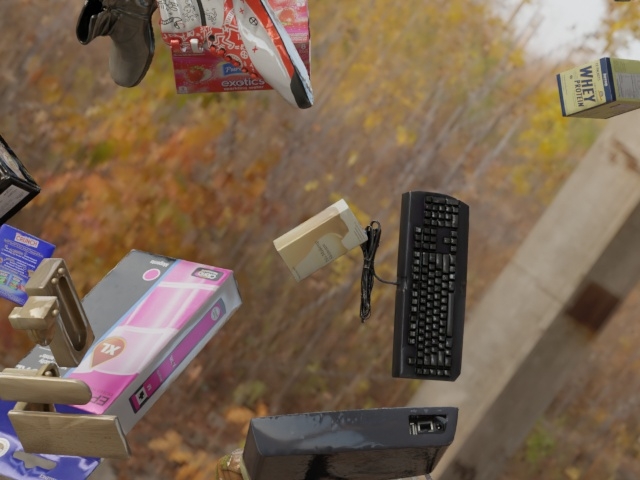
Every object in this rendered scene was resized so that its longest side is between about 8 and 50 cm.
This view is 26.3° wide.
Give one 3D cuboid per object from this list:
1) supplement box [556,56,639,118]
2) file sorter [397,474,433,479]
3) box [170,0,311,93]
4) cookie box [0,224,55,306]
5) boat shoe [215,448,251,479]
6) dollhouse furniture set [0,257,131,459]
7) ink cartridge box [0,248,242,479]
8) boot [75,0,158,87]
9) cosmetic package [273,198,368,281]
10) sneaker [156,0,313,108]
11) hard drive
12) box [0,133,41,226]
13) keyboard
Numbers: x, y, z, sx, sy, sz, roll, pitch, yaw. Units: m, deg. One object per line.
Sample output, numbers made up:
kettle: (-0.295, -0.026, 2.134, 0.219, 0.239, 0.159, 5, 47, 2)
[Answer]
supplement box: (0.355, -0.189, 1.704, 0.083, 0.056, 0.083, -1, -10, -38)
file sorter: (0.058, 0.400, 1.908, 0.192, 0.173, 0.278, 62, -18, -6)
box: (-0.146, -0.360, 2.528, 0.128, 0.257, 0.122, 89, -2, -53)
cookie box: (-0.478, 0.040, 2.148, 0.092, 0.107, 0.040, 25, -6, -11)
boat shoe: (-0.086, 0.493, 2.276, 0.111, 0.104, 0.307, -7, 78, -55)
dollhouse furniture set: (-0.245, 0.120, 1.423, 0.123, 0.144, 0.151, 1, 38, 20)
ink cartridge box: (-0.270, 0.154, 1.710, 0.176, 0.371, 0.069, 11, -45, 31)
boot: (-0.345, -0.348, 2.244, 0.083, 0.246, 0.161, 35, 37, 21)
cosmetic package: (0.000, 0.000, 1.871, 0.060, 0.115, 0.041, 56, 2, -22)
sneaker: (-0.128, -0.276, 1.896, 0.270, 0.145, 0.090, 60, 11, -8)
hard drive: (0.035, 0.257, 1.697, 0.255, 0.054, 0.172, -2, -25, -9)
box: (-0.420, -0.057, 1.478, 0.147, 0.180, 0.077, 52, 5, 18)
keyboard: (0.152, 0.073, 2.293, 0.202, 0.317, 0.033, 5, -7, -13)
